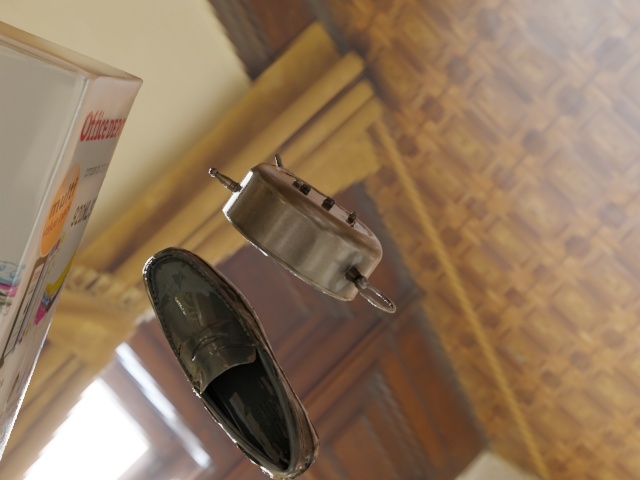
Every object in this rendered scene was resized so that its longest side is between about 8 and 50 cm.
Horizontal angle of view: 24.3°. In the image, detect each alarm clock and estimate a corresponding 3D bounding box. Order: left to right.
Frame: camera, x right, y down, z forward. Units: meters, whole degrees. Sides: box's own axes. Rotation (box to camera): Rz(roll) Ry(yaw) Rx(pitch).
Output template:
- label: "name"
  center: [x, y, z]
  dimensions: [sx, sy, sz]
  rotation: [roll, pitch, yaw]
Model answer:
- label: "alarm clock"
  center: [0.000, 0.000, 1.190]
  dimensions: [0.129, 0.064, 0.192]
  rotation: [27, -166, -51]

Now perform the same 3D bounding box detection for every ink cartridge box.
- label: "ink cartridge box"
  center: [-0.208, 0.000, 0.696]
  dimensions: [0.168, 0.232, 0.171]
  rotation: [21, -175, -2]

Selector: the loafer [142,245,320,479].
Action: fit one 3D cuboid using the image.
- label: "loafer"
  center: [-0.075, 0.099, 1.235]
  dimensions: [0.223, 0.076, 0.078]
  rotation: [56, -176, 6]
